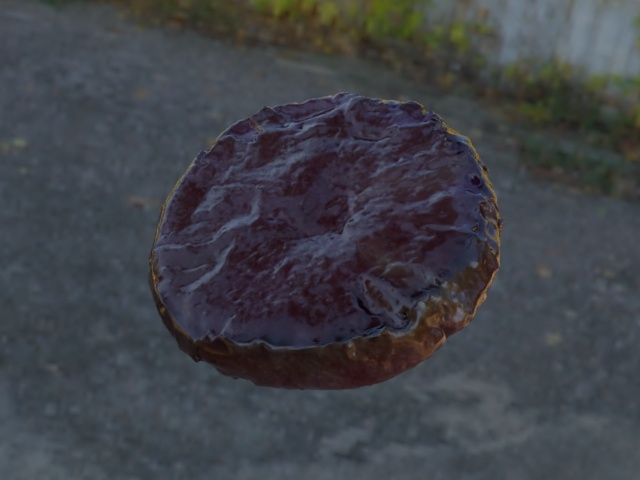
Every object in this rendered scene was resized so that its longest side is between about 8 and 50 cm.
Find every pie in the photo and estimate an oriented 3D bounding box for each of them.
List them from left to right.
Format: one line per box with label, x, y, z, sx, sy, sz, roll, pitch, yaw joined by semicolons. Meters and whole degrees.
pie;0.000;0.000;0.714;0.154;0.036;0.154;-11;48;12
